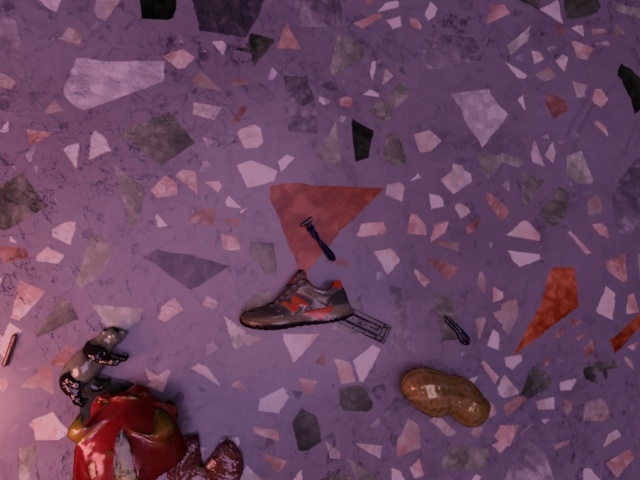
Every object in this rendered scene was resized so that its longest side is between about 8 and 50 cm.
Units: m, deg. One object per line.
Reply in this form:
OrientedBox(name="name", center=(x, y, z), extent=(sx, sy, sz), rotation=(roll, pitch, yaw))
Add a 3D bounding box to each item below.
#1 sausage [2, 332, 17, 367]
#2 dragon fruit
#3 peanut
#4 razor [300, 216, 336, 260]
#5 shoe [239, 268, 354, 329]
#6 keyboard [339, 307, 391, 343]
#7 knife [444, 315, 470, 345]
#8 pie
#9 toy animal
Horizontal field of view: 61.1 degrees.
OrientedBox(name="sausage", center=(-0.865, 0.305, 1.510), extent=(0.015, 0.015, 0.100), rotation=(18, 84, -9))
OrientedBox(name="dragon fruit", center=(-0.516, 0.510, 1.427), extent=(0.306, 0.305, 0.225), rotation=(-15, 86, -11))
OrientedBox(name="peanut", center=(0.392, 0.483, 1.673), extent=(0.306, 0.147, 0.146), rotation=(17, 84, -13))
OrientedBox(name="razor", center=(-0.001, 0.000, 1.678), extent=(0.044, 0.028, 0.154), rotation=(-37, 92, -10))
OrientedBox(name="shoe", center=(-0.075, 0.171, 1.610), extent=(0.337, 0.132, 0.170), rotation=(-6, 78, -8))
OrientedBox(name="keyboard", center=(0.121, 0.254, 1.693), extent=(0.205, 0.013, 0.061), rotation=(26, 83, -8))
OrientedBox(name="knife", center=(0.439, 0.289, 1.746), extent=(0.031, 0.018, 0.121), rotation=(-43, 93, -12))
OrientedBox(name="pie", center=(-0.332, 0.663, 1.565), extent=(0.219, 0.054, 0.204), rotation=(-1, 86, -10))
OrientedBox(name="toy animal", center=(-0.627, 0.341, 1.518), extent=(0.121, 0.094, 0.225), rotation=(38, 82, 3))
